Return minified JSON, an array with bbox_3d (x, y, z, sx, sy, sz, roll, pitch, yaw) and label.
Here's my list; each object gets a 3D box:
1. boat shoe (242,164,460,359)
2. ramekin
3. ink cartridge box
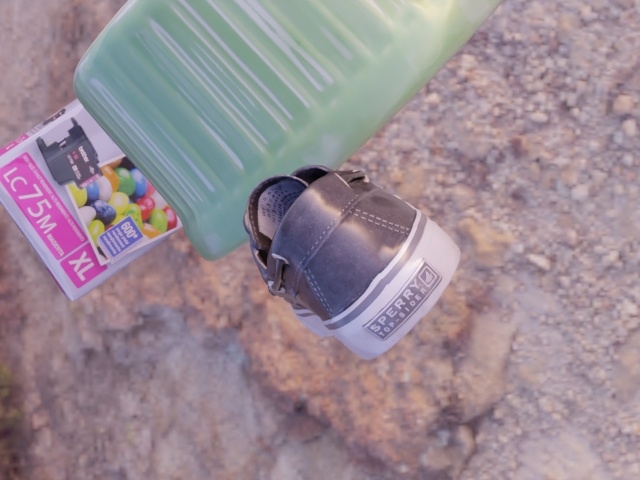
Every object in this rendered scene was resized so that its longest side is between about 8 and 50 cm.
[{"bbox_3d":[0.000,0.000,0.535,0.080,0.076,0.228,-50,6,2],"label":"boat shoe"},{"bbox_3d":[-0.019,-0.144,0.776,0.148,0.303,0.303,45,140,-9],"label":"ramekin"},{"bbox_3d":[-0.212,-0.094,1.368,0.186,0.311,0.065,59,165,-19],"label":"ink cartridge box"}]
